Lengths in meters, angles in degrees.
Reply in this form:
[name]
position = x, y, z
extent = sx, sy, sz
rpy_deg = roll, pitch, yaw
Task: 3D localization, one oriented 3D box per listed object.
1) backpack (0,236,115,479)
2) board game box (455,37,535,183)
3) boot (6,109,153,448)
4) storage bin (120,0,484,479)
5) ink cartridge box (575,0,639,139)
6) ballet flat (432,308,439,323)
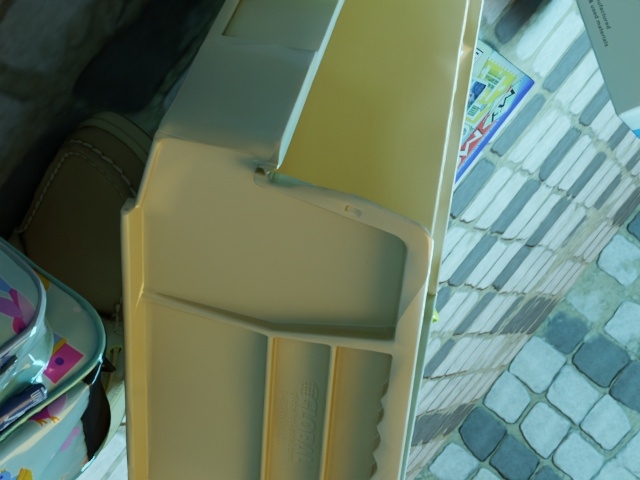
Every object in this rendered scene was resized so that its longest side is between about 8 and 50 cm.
[backpack]
position = -0.189, 0.061, 0.492
extent = 0.188, 0.166, 0.144
rpy_deg = -45, 162, -23
[board game box]
position = 0.038, -0.029, 1.075
extent = 0.317, 0.046, 0.213
rpy_deg = -53, 162, 11
[boot]
position = -0.177, 0.066, 0.670
extent = 0.203, 0.095, 0.262
rpy_deg = -30, 157, -44
[storage bin]
position = 0.000, 0.000, 0.656
extent = 0.262, 0.123, 0.260
rpy_deg = -72, 170, -52
[ink cartridge box]
position = 0.328, -0.204, 1.059
extent = 0.232, 0.168, 0.171
rpy_deg = -21, 170, 17
[ballet flat]
position = 0.012, 0.123, 1.127
extent = 0.231, 0.077, 0.077
rpy_deg = -49, 164, 0
